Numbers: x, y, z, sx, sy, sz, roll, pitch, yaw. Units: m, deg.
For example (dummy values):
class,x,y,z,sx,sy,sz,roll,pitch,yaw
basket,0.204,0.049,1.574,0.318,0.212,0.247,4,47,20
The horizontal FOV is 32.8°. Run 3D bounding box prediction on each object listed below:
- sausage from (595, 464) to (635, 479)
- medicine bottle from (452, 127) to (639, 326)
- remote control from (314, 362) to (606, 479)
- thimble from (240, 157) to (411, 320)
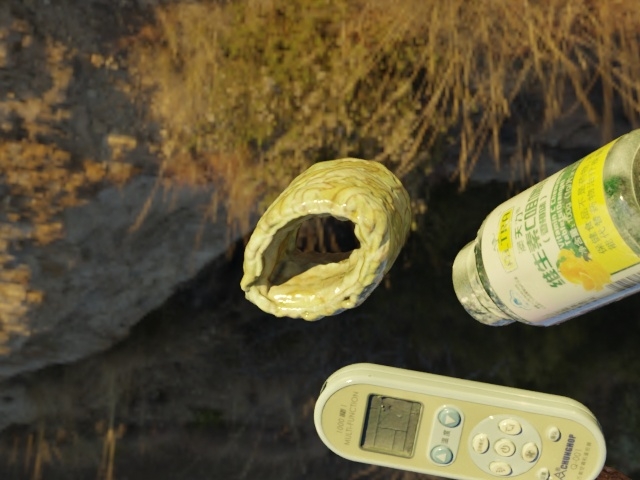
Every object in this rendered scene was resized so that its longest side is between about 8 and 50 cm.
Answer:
class,x,y,z,sx,sy,sz,roll,pitch,yaw
sausage,0.252,0.268,1.279,0.304,0.078,0.078,20,160,21
medicine bottle,0.254,0.003,1.091,0.141,0.141,0.293,13,156,-24
remote control,0.116,0.156,0.912,0.244,0.047,0.087,10,117,3
thimble,0.000,0.000,1.150,0.190,0.143,0.137,-28,103,24
